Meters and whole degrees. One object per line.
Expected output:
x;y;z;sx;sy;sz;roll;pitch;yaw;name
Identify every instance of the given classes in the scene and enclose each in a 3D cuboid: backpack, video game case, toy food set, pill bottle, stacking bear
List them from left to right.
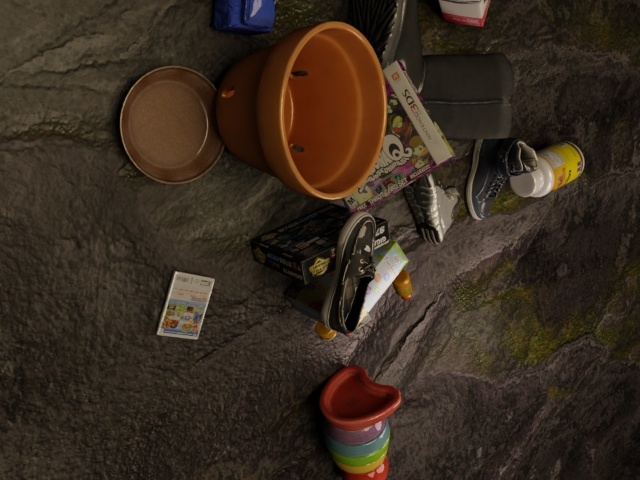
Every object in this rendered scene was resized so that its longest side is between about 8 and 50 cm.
-0.253;0.122;1.197;0.087;0.011;0.122;15;91;-41;video game case
-0.122;-0.424;1.104;0.097;0.101;0.120;-7;102;-45;backpack
0.087;0.138;1.404;0.232;0.111;0.104;-37;148;-5;toy food set
0.092;0.467;1.481;0.164;0.175;0.289;-30;126;-32;stacking bear
0.107;-0.191;1.229;0.210;0.232;0.042;62;23;5;video game case
0.617;-0.191;1.751;0.214;0.117;0.117;-24;116;-32;pill bottle

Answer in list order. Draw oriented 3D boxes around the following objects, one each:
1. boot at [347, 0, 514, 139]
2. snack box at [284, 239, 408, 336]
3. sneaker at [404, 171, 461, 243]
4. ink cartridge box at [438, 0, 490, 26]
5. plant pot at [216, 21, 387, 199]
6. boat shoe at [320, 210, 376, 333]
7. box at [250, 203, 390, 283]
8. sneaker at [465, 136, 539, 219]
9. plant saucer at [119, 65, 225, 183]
0.268;-0.393;1.391;0.444;0.146;0.367;-6;116;-34;boot
0.052;0.077;1.326;0.207;0.174;0.070;-49;128;-19;snack box
0.276;-0.114;1.528;0.132;0.086;0.229;-43;135;-28;sneaker
0.315;-0.581;1.345;0.237;0.100;0.172;9;97;-74;ink cartridge box
-0.045;-0.225;1.126;0.290;0.203;0.291;-14;108;-50;plant pot
0.065;0.062;1.168;0.080;0.076;0.229;19;90;-42;boat shoe
0.000;0.000;1.263;0.220;0.175;0.051;-26;119;-32;box
0.456;-0.151;1.604;0.086;0.163;0.226;-9;108;-39;sneaker
-0.254;-0.197;1.097;0.198;0.036;0.199;-12;110;-37;plant saucer
